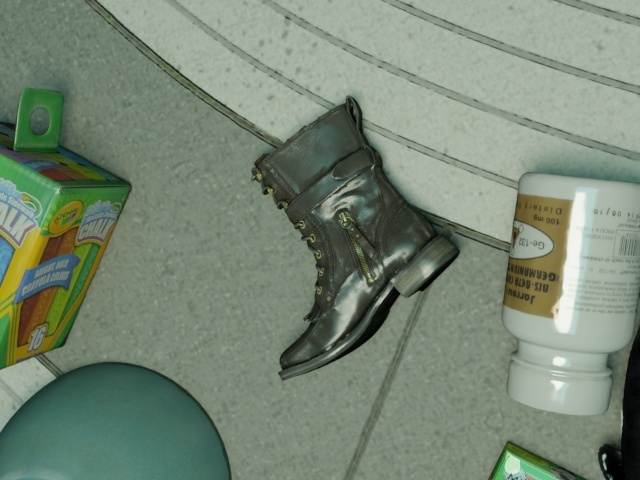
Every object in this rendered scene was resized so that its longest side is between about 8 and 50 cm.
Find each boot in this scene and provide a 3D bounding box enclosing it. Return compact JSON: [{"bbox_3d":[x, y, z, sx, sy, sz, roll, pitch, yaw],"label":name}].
[{"bbox_3d":[0.000,0.000,0.980,0.263,0.091,0.229,-42,79,8],"label":"boot"}]

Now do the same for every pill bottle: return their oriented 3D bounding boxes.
[{"bbox_3d":[0.252,0.050,0.892,0.131,0.131,0.229,7,95,12],"label":"pill bottle"}]

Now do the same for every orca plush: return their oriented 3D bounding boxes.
[{"bbox_3d":[0.364,0.180,0.868,0.151,0.102,0.287,11,85,9],"label":"orca plush"}]

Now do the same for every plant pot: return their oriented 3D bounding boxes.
[{"bbox_3d":[-0.268,0.299,0.994,0.290,0.195,0.290,1,94,13],"label":"plant pot"}]

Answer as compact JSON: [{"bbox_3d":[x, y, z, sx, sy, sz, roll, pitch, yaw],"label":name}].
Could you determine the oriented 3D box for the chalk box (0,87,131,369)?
[{"bbox_3d":[-0.347,-0.028,0.999,0.179,0.180,0.289,27,100,10],"label":"chalk box"}]

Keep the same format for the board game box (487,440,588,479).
[{"bbox_3d":[0.300,0.383,0.947,0.317,0.046,0.213,26,98,10],"label":"board game box"}]
